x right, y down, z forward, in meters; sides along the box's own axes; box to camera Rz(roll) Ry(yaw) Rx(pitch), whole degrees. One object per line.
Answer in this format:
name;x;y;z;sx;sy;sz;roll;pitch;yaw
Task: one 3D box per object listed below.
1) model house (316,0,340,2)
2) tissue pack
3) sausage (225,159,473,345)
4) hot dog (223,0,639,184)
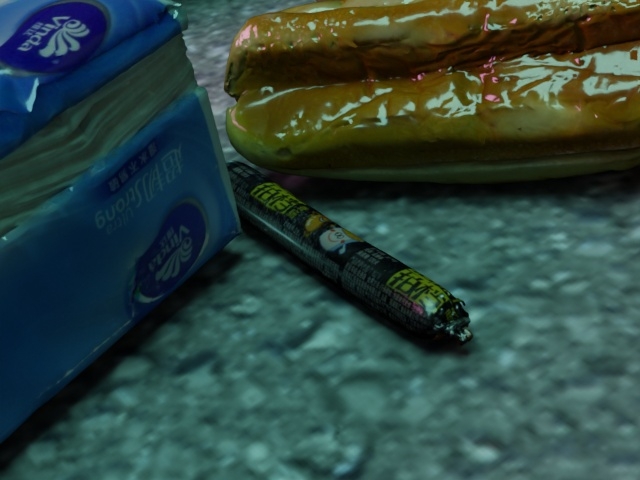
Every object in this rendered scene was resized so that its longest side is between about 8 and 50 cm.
model house;0.109;-0.200;0.700;0.176;0.181;0.248;52;34;12
tissue pack;-0.197;0.002;0.508;0.198;0.146;0.263;18;46;36
sausage;0.000;0.000;0.542;0.028;0.025;0.198;-33;39;-19
hot dog;0.074;-0.076;0.569;0.249;0.102;0.076;-5;-6;20
